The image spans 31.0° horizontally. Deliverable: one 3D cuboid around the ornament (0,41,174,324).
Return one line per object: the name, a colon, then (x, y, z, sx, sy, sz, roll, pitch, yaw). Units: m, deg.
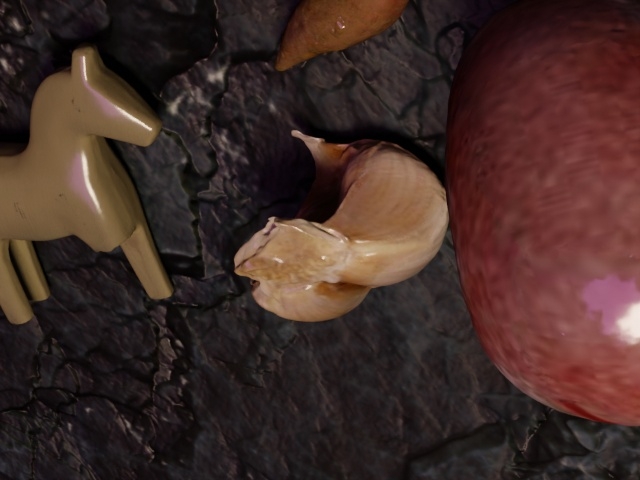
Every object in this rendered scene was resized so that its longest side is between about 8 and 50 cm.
ornament: (-0.206, -0.040, 0.925, 0.230, 0.061, 0.245, -1, 126, 27)

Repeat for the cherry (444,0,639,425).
cherry: (0.178, -0.004, 0.631, 0.213, 0.236, 0.285, -17, 83, 2)

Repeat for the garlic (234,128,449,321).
garlic: (0.010, -0.003, 0.826, 0.124, 0.099, 0.174, 27, 140, -19)

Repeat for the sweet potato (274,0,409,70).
sweet potato: (0.040, -0.165, 0.707, 0.218, 0.051, 0.065, -26, 111, 39)
